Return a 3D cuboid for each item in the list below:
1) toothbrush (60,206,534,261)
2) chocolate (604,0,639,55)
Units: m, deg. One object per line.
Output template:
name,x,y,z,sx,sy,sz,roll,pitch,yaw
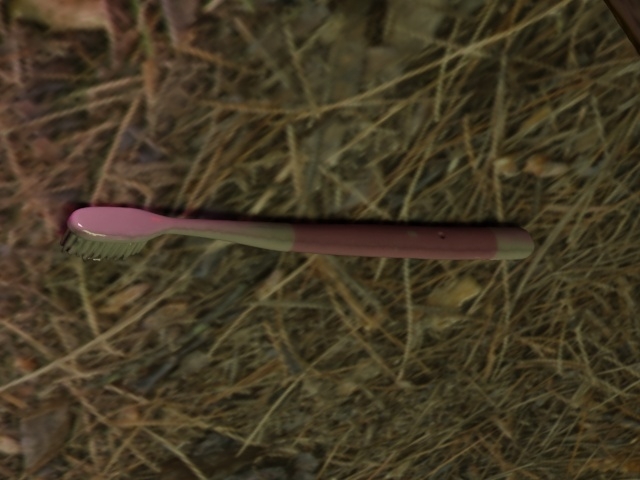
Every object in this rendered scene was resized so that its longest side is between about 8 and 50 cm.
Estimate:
toothbrush,0.000,0.000,0.717,0.287,0.020,0.025,2,143,-34
chocolate,0.209,-0.162,0.445,0.301,0.288,0.137,-23,155,-6
